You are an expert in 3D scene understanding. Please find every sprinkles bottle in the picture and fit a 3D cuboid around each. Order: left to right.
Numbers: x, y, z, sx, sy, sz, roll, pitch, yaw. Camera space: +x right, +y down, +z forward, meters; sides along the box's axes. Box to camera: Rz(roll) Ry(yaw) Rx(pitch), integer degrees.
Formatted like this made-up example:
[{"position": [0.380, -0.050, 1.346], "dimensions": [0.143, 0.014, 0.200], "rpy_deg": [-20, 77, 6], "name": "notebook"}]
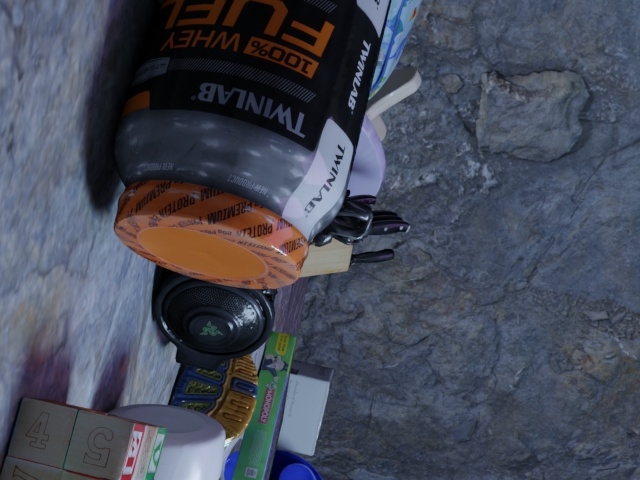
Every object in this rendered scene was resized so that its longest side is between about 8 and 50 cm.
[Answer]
[{"position": [-0.176, 0.345, 1.013], "dimensions": [0.121, 0.121, 0.356], "rpy_deg": [-51, 150, -82], "name": "sprinkles bottle"}]

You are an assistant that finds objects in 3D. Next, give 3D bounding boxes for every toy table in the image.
[{"position": [0.031, -0.212, 1.725], "dimensions": [0.274, 0.252, 0.161], "rpy_deg": [71, 35, -48], "name": "toy table"}]

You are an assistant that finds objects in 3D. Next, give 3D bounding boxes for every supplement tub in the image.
[{"position": [-0.054, -0.132, 0.860], "dimensions": [0.193, 0.193, 0.316], "rpy_deg": [92, 10, -70], "name": "supplement tub"}]

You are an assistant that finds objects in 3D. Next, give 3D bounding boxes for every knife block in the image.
[{"position": [0.000, 0.000, 1.571], "dimensions": [0.276, 0.242, 0.088], "rpy_deg": [-56, 158, -62], "name": "knife block"}]

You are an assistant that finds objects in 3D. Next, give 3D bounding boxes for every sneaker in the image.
[{"position": [-0.169, 0.278, 1.381], "dimensions": [0.131, 0.111, 0.297], "rpy_deg": [130, -20, -58], "name": "sneaker"}]

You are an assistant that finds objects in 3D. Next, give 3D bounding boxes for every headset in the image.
[{"position": [-0.072, 0.015, 1.150], "dimensions": [0.394, 0.185, 0.244], "rpy_deg": [124, -19, -68], "name": "headset"}]

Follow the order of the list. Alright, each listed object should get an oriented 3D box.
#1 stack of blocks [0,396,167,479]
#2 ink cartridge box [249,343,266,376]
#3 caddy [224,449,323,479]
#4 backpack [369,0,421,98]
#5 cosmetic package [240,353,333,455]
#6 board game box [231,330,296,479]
[{"position": [-0.201, 0.277, 0.788], "dimensions": [0.171, 0.087, 0.297], "rpy_deg": [84, 18, -79], "name": "stack of blocks"}, {"position": [-0.136, 0.196, 1.565], "dimensions": [0.191, 0.082, 0.140], "rpy_deg": [-74, 175, -68], "name": "ink cartridge box"}, {"position": [-0.113, 0.553, 1.935], "dimensions": [0.179, 0.241, 0.341], "rpy_deg": [77, 25, -66], "name": "caddy"}, {"position": [0.028, -0.336, 1.310], "dimensions": [0.356, 0.273, 0.290], "rpy_deg": [80, 25, -47], "name": "backpack"}, {"position": [-0.080, 0.315, 2.033], "dimensions": [0.151, 0.183, 0.152], "rpy_deg": [-40, 142, -85], "name": "cosmetic package"}, {"position": [-0.096, 0.327, 1.604], "dimensions": [0.317, 0.046, 0.214], "rpy_deg": [-77, 178, -49], "name": "board game box"}]
